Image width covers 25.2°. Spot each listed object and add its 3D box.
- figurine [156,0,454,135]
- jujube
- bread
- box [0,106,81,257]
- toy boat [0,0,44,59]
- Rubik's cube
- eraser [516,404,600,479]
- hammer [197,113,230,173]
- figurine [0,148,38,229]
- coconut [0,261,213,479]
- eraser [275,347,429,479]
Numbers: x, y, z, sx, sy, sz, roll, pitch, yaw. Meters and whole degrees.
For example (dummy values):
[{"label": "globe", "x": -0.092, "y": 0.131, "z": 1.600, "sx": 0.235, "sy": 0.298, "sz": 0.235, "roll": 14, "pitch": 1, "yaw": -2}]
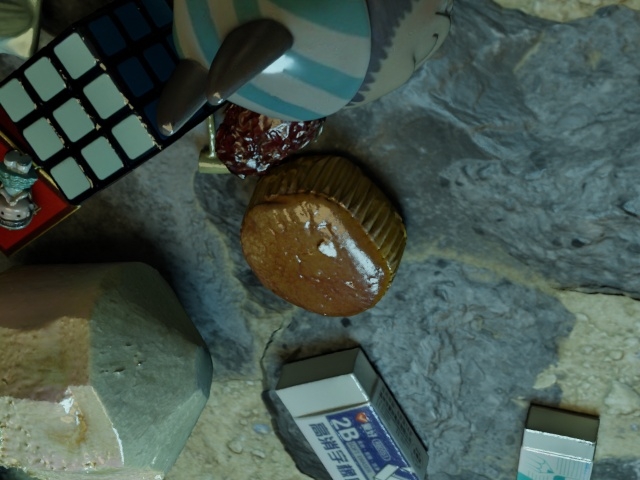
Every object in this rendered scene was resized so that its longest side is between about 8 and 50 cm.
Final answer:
[{"label": "figurine", "x": -0.007, "y": -0.253, "z": 1.293, "sx": 0.266, "sy": 0.377, "sz": 0.361, "roll": 5, "pitch": 131, "yaw": 14}, {"label": "jujube", "x": -0.063, "y": -0.132, "z": 1.596, "sx": 0.104, "sy": 0.104, "sz": 0.166, "roll": 39, "pitch": 131, "yaw": -15}, {"label": "bread", "x": 0.001, "y": 0.000, "z": 1.680, "sx": 0.199, "sy": 0.104, "sz": 0.199, "roll": 10, "pitch": 132, "yaw": 12}, {"label": "box", "x": -0.413, "y": -0.105, "z": 1.748, "sx": 0.153, "sy": 0.074, "sz": 0.240, "roll": -33, "pitch": 114, "yaw": 30}, {"label": "toy boat", "x": -0.454, "y": -0.272, "z": 1.579, "sx": 0.290, "sy": 0.100, "sz": 0.199, "roll": 10, "pitch": 113, "yaw": 4}, {"label": "Rubik's cube", "x": -0.226, "y": -0.159, "z": 1.561, "sx": 0.163, "sy": 0.160, "sz": 0.162, "roll": -31, "pitch": 98, "yaw": 35}, {"label": "eraser", "x": 0.305, "y": 0.317, "z": 1.880, "sx": 0.096, "sy": 0.052, "sz": 0.225, "roll": 10, "pitch": 131, "yaw": 12}, {"label": "hammer", "x": -0.118, "y": -0.158, "z": 1.641, "sx": 0.060, "sy": 0.028, "sz": 0.195, "roll": 3, "pitch": 128, "yaw": 9}, {"label": "figurine", "x": -0.368, "y": -0.059, "z": 1.697, "sx": 0.060, "sy": 0.047, "sz": 0.106, "roll": 8, "pitch": 127, "yaw": -11}, {"label": "coconut", "x": -0.283, "y": 0.169, "z": 1.797, "sx": 0.310, "sy": 0.297, "sz": 0.297, "roll": -4, "pitch": 127, "yaw": 25}, {"label": "eraser", "x": 0.043, "y": 0.245, "z": 1.895, "sx": 0.125, "sy": 0.068, "sz": 0.210, "roll": -15, "pitch": 122, "yaw": 28}]
